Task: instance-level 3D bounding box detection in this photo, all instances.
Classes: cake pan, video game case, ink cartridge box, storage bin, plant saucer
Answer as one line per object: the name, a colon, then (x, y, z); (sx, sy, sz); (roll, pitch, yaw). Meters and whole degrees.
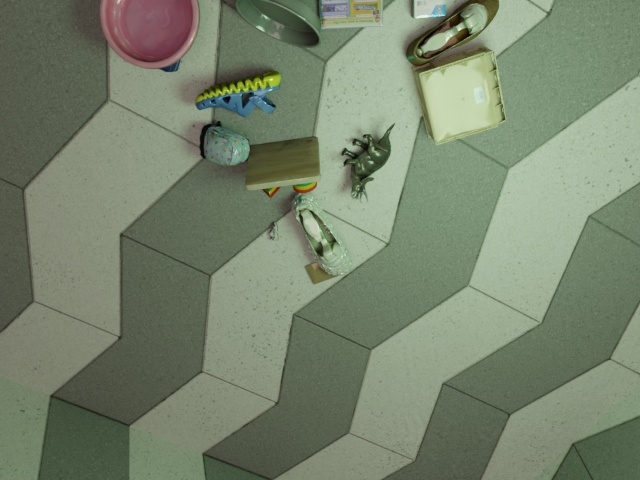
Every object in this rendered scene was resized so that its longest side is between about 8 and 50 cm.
cake pan: (-0.124, -0.705, 1.629); (0.293, 0.293, 0.054); (21, 91, -10)
video game case: (0.100, -0.805, 1.705); (0.213, 0.023, 0.193); (-2, 116, 1)
ink cartridge box: (0.349, -0.821, 1.673); (0.105, 0.061, 0.181); (-4, 117, 2)
storage bin: (0.482, -0.503, 1.798); (0.261, 0.123, 0.262); (-16, 115, 8)
plant saucer: (-0.543, -0.725, 1.679); (0.333, 0.084, 0.331); (1, 99, 8)

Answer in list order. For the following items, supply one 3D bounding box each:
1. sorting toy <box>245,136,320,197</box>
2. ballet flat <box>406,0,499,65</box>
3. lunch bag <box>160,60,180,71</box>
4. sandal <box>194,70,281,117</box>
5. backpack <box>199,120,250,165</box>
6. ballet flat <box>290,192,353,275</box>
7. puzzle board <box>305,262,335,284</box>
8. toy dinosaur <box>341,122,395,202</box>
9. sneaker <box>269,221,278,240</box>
sorting toy: (-0.127, -0.254, 1.864); (0.257, 0.255, 0.089); (-7, 132, 4)
ballet flat: (0.439, -0.691, 1.700); (0.343, 0.124, 0.116); (-28, 105, 13)
lunch bag: (-0.519, -0.632, 1.776); (0.067, 0.065, 0.098); (28, 116, 4)
sandal: (-0.283, -0.493, 1.814); (0.318, 0.126, 0.138); (-9, 120, 7)
backpack: (-0.347, -0.334, 1.867); (0.182, 0.115, 0.151); (21, 124, 23)
ballet flat: (0.000, 0.000, 2.042); (0.147, 0.147, 0.408); (-27, 112, 13)
puzzle board: (0.012, 0.125, 2.178); (0.128, 0.011, 0.096); (-21, 113, 10)
toy dinosaur: (0.183, -0.308, 1.920); (0.160, 0.121, 0.313); (29, 109, -26)
sneaker: (-0.190, -0.036, 2.087); (0.037, 0.032, 0.083); (-1, 116, 1)
